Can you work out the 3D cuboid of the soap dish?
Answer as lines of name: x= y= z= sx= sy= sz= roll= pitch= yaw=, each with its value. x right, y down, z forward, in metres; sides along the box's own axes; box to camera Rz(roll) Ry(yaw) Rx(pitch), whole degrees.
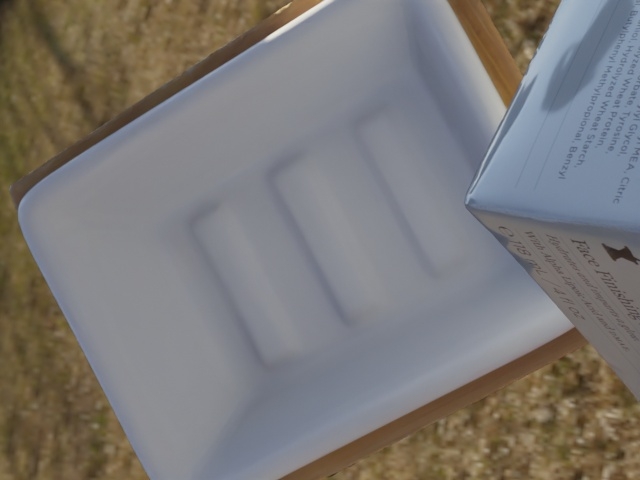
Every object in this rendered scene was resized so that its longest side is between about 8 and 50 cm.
soap dish: x=0.000 y=0.000 z=0.833 sx=0.291 sy=0.118 sz=0.228 roll=-30 pitch=85 yaw=20

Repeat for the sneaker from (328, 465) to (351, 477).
sneaker: x=0.018 y=0.165 z=1.459 sx=0.086 sy=0.228 sz=0.132 roll=18 pitch=75 yaw=11

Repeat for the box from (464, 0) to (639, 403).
box: x=0.180 y=-0.034 z=0.631 sx=0.119 sy=0.181 sz=0.181 roll=8 pitch=63 yaw=44
